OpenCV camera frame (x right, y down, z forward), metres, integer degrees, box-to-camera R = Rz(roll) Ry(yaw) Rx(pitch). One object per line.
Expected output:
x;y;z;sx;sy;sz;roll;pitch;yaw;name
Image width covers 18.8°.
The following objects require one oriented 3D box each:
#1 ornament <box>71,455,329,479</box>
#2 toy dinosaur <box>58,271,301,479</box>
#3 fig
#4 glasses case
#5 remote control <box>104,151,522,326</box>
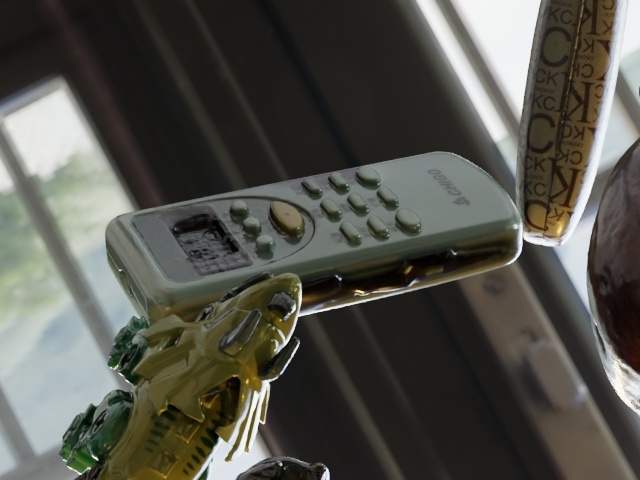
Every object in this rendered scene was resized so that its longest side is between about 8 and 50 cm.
-0.115;0.225;1.532;0.080;0.236;0.202;-58;158;-46;ornament
-0.101;0.128;1.144;0.259;0.094;0.153;-58;-164;-14;toy dinosaur
0.233;-0.012;1.207;0.145;0.274;0.170;-13;135;12;fig
0.242;-0.170;1.841;0.085;0.355;0.137;10;-172;9;glasses case
0.000;0.000;1.409;0.296;0.056;0.140;-12;-146;-18;remote control
